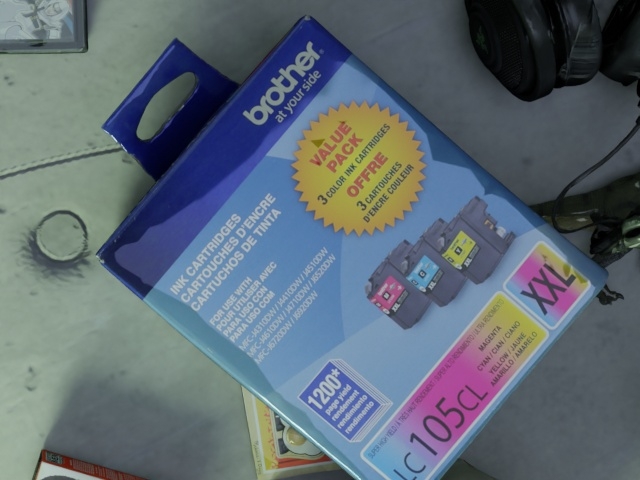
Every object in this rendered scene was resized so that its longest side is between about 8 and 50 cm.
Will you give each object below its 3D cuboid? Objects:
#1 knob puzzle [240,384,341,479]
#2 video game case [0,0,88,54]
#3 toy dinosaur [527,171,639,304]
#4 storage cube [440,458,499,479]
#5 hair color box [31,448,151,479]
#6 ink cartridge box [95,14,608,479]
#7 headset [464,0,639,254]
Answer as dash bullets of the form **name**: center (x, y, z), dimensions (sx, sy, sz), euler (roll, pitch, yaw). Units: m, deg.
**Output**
- **knob puzzle**: center (0.025, 0.120, 1.485), dimensions (0.213, 0.030, 0.213), euler (-1, 97, -10)
- **video game case**: center (-0.321, -0.291, 1.363), dimensions (0.248, 0.035, 0.275), euler (-2, 98, -10)
- **toy dinosaur**: center (0.281, -0.009, 1.500), dimensions (0.268, 0.064, 0.118), euler (-12, 97, -3)
- **storage cube**: center (0.092, 0.320, 1.431), dimensions (0.215, 0.184, 0.193), euler (-10, 100, -20)
- **hair color box**: center (-0.189, 0.240, 1.456), dimensions (0.141, 0.043, 0.072), euler (17, 95, -11)
- **ink cartridge box**: center (0.000, 0.000, 1.385), dimensions (0.395, 0.151, 0.270), euler (40, 88, -2)
- **headset**: center (0.249, -0.185, 1.402), dimensions (0.243, 0.185, 0.394), euler (2, 86, -10)
